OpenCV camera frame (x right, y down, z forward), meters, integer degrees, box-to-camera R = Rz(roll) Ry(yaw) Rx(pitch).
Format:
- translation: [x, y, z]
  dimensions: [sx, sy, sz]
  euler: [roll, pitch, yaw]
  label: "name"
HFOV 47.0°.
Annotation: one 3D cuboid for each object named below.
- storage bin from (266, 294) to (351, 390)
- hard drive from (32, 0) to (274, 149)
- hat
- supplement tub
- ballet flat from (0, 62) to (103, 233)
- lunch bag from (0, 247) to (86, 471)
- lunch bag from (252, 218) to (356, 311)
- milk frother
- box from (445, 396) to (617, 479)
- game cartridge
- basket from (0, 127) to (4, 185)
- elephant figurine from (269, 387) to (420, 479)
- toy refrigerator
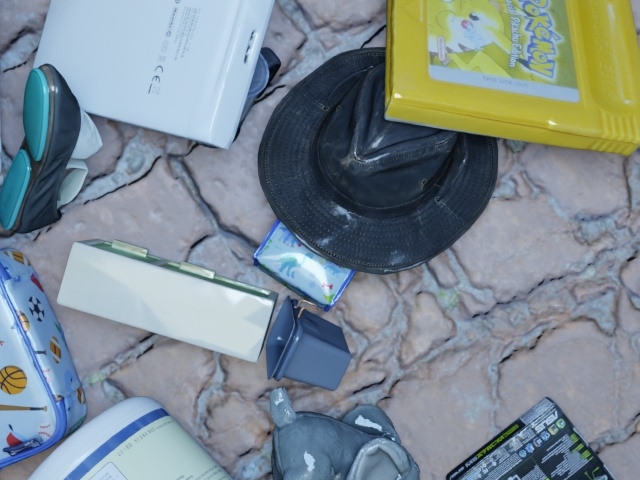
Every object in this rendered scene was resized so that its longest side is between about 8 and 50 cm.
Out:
- translation: [-0.012, 0.136, 0.978]
  dimensions: [0.091, 0.135, 0.098]
  euler: [22, 101, -12]
  label: "storage bin"
- translation: [-0.217, -0.259, 0.909]
  dimensions: [0.353, 0.047, 0.233]
  euler: [18, 93, 34]
  label: "hard drive"
- translation: [0.089, -0.126, 0.922]
  dimensions: [0.331, 0.134, 0.331]
  euler: [2, 74, -8]
  label: "hat"
- translation: [-0.193, 0.381, 0.907]
  dimensions: [0.325, 0.235, 0.235]
  euler: [42, 92, 13]
  label: "supplement tub"
- translation: [-0.340, -0.115, 0.935]
  dimensions: [0.096, 0.280, 0.095]
  euler: [-8, 60, -39]
  label: "ballet flat"
- translation: [-0.471, 0.175, 0.992]
  dimensions: [0.243, 0.115, 0.303]
  euler: [-20, 91, 3]
  label: "lunch bag"
- translation: [0.000, 0.000, 0.993]
  dimensions: [0.129, 0.096, 0.151]
  euler: [34, 78, 1]
  label: "lunch bag"
- translation: [-0.140, -0.219, 0.959]
  dimensions: [0.143, 0.135, 0.129]
  euler: [36, 59, -6]
  label: "milk frother"
- translation: [0.304, 0.348, 1.026]
  dimensions: [0.190, 0.045, 0.184]
  euler: [-39, 94, 1]
  label: "box"
- translation: [0.241, -0.250, 0.916]
  dimensions: [0.323, 0.053, 0.285]
  euler: [7, 61, -6]
  label: "game cartridge"
- translation: [-0.557, -0.172, 0.839]
  dimensions: [0.331, 0.266, 0.328]
  euler: [1, 109, -13]
  label: "basket"
- translation: [0.058, 0.303, 0.988]
  dimensions: [0.239, 0.186, 0.169]
  euler: [-5, 49, -10]
  label: "elephant figurine"
- translation: [-0.197, 0.073, 0.989]
  dimensions: [0.269, 0.102, 0.094]
  euler: [16, 92, 0]
  label: "toy refrigerator"
